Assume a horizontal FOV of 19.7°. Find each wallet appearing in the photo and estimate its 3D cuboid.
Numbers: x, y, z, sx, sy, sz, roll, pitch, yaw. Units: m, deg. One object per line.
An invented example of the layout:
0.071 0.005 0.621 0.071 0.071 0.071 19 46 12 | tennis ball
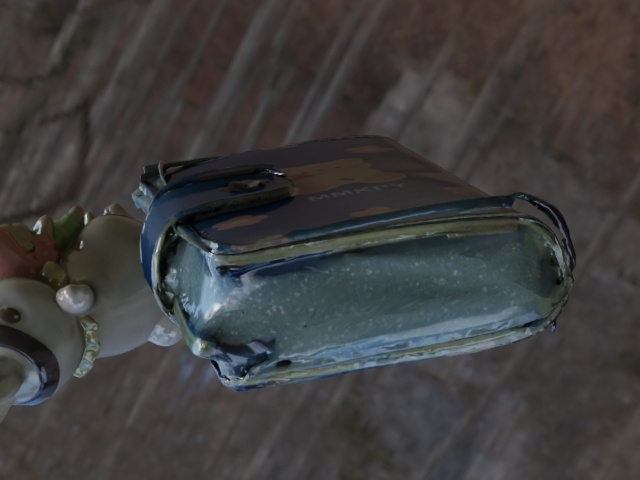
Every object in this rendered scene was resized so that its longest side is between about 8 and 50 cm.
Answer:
0.000 -0.001 0.723 0.141 0.059 0.202 -11 -166 -11 | wallet

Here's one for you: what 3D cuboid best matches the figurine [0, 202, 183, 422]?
-0.144 0.039 0.896 0.098 0.081 0.146 31 -142 29 | figurine
